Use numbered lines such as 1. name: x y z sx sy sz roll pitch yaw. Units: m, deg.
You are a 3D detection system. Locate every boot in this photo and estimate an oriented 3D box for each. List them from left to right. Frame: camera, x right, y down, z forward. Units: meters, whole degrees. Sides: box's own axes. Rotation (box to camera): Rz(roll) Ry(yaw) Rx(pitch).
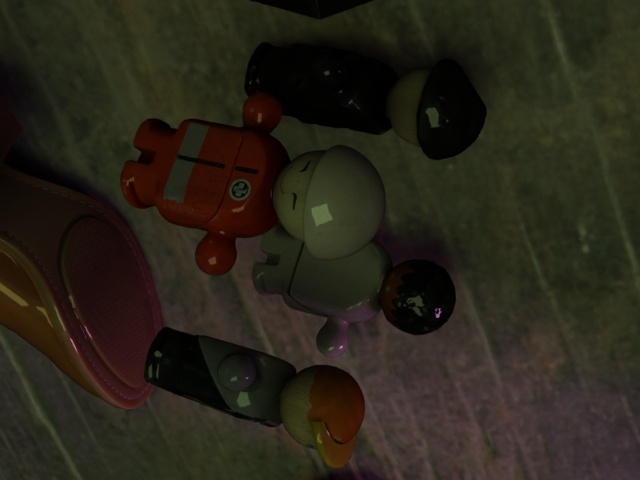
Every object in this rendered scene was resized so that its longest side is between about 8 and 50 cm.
1. boot: -0.259 0.021 0.908 0.220 0.109 0.283 -13 132 32

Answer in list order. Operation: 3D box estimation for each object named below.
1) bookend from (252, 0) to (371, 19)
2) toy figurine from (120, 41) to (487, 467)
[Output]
1. bookend: 0.018 -0.191 0.726 0.157 0.156 0.072 -23 118 -23
2. toy figurine: 0.000 0.000 0.763 0.148 0.213 0.209 13 120 24
